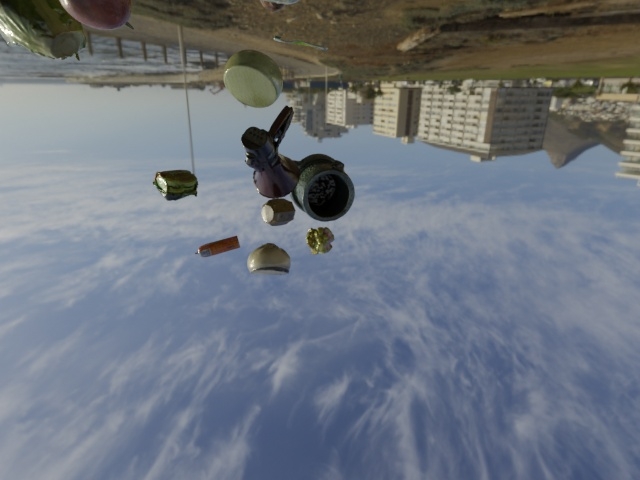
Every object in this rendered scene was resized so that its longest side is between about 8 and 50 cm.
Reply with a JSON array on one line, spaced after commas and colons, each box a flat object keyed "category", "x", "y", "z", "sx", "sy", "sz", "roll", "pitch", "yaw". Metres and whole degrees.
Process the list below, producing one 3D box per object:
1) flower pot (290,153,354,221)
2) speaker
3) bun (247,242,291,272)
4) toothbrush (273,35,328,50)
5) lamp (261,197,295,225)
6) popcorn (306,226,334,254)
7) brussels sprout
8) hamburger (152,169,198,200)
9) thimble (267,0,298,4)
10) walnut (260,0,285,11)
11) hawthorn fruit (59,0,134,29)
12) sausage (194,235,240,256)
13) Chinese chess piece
[{"category": "flower pot", "x": -0.012, "y": -0.253, "z": 1.821, "sx": 0.298, "sy": 0.300, "sz": 0.283, "roll": -5, "pitch": -156, "yaw": -14}, {"category": "speaker", "x": -0.161, "y": -0.328, "z": 1.512, "sx": 0.259, "sy": 0.330, "sz": 0.198, "roll": -33, "pitch": -107, "yaw": -9}, {"category": "bun", "x": -0.202, "y": 0.071, "z": 1.589, "sx": 0.172, "sy": 0.120, "sz": 0.173, "roll": -2, "pitch": 168, "yaw": 0}, {"category": "toothbrush", "x": -0.092, "y": -0.937, "z": 1.928, "sx": 0.262, "sy": 0.026, "sz": 0.022, "roll": 11, "pitch": 161, "yaw": -5}, {"category": "lamp", "x": -0.246, "y": -0.167, "z": 2.373, "sx": 0.161, "sy": 0.162, "sz": 0.184, "roll": 18, "pitch": -161, "yaw": 38}, {"category": "popcorn", "x": 0.000, "y": 0.000, "z": 1.785, "sx": 0.126, "sy": 0.126, "sz": 0.145, "roll": -12, "pitch": -170, "yaw": 8}, {"category": "brussels sprout", "x": -1.183, "y": -0.917, "z": 1.686, "sx": 0.370, "sy": 0.315, "sz": 0.276, "roll": 26, "pitch": -143, "yaw": 13}, {"category": "hamburger", "x": -0.724, "y": -0.291, "z": 2.092, "sx": 0.235, "sy": 0.125, "sz": 0.214, "roll": 31, "pitch": -144, "yaw": 35}, {"category": "thimble", "x": -0.121, "y": -0.667, "z": 0.835, "sx": 0.194, "sy": 0.292, "sz": 0.291, "roll": 0, "pitch": -160, "yaw": -16}, {"category": "walnut", "x": -0.132, "y": -0.766, "z": 1.182, "sx": 0.115, "sy": 0.208, "sz": 0.116, "roll": 2, "pitch": 167, "yaw": 1}, {"category": "hawthorn fruit", "x": -0.697, "y": -0.769, "z": 1.292, "sx": 0.199, "sy": 0.200, "sz": 0.251, "roll": 11, "pitch": 172, "yaw": 25}, {"category": "sausage", "x": -0.546, "y": 0.037, "z": 2.135, "sx": 0.233, "sy": 0.071, "sz": 0.071, "roll": -17, "pitch": -155, "yaw": -16}, {"category": "Chinese chess piece", "x": -0.283, "y": -0.679, "z": 1.708, "sx": 0.249, "sy": 0.250, "sz": 0.101, "roll": 6, "pitch": -115, "yaw": 15}]
